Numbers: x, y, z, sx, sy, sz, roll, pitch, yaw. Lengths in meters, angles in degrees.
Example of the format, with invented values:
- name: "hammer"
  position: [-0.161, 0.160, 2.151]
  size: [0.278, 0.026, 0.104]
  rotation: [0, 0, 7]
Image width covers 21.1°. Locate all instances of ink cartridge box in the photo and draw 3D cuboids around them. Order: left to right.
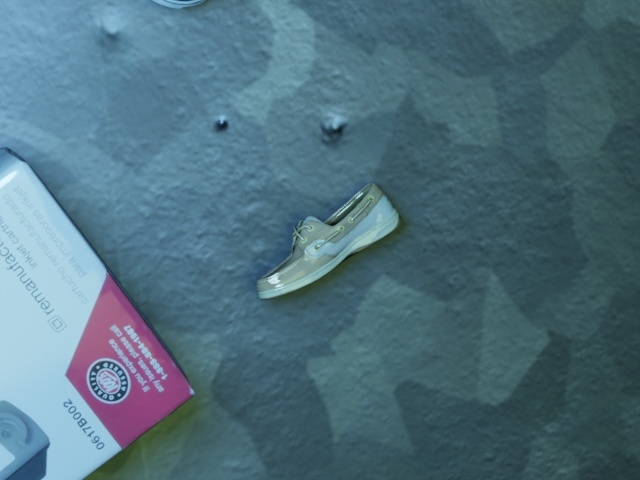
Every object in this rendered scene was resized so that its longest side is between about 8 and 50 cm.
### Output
- name: "ink cartridge box"
  position: [-0.283, 0.109, 1.265]
  size: [0.306, 0.131, 0.226]
  rotation: [-38, 106, -10]

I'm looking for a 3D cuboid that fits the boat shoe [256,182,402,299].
- name: "boat shoe"
  position: [0.000, 0.000, 1.378]
  size: [0.135, 0.050, 0.045]
  rotation: [-33, 102, -20]

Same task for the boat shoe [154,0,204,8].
- name: "boat shoe"
  position: [-0.006, -0.300, 1.294]
  size: [0.121, 0.119, 0.335]
  rotation: [41, 85, -18]
